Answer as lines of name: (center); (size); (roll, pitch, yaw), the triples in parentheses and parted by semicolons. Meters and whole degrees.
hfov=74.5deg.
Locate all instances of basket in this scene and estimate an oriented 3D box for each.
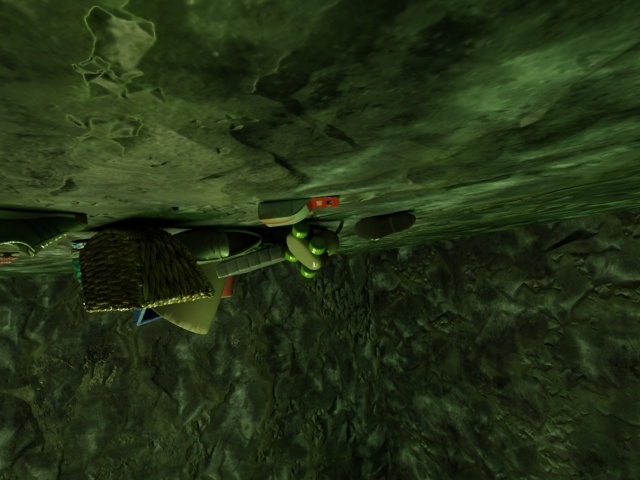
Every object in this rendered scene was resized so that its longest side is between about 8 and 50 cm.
basket: (-0.463, 0.068, 1.118); (0.299, 0.213, 0.223); (-10, 177, 38)

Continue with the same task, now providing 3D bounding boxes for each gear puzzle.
gear puzzle: (-1.208, 0.081, 1.473); (0.339, 0.044, 0.175); (-8, 175, 36)

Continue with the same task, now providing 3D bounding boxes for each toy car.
toy car: (0.000, 0.000, 1.353); (0.188, 0.149, 0.155); (-32, 156, -35)

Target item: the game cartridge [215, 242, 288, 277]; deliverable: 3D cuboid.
game cartridge: (-0.218, 0.068, 1.520); (0.230, 0.068, 0.355); (-22, 177, 2)

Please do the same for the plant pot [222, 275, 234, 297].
plant pot: (-0.560, 0.176, 2.172); (0.275, 0.243, 0.275); (-5, 175, 0)

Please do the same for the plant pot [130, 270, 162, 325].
plant pot: (-0.748, 0.212, 1.906); (0.236, 0.212, 0.236); (-19, 155, -48)

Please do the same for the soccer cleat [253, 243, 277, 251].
soccer cleat: (-0.205, 0.017, 1.741); (0.179, 0.060, 0.072); (-8, 177, 2)

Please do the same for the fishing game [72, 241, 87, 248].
fishing game: (-0.687, 0.021, 1.349); (0.189, 0.041, 0.264); (-3, 177, -35)

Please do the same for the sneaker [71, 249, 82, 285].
sneaker: (-0.741, 0.115, 1.526); (0.296, 0.178, 0.124); (-4, 180, -3)

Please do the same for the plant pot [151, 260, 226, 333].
plant pot: (-0.478, 0.178, 1.634); (0.257, 0.274, 0.256); (31, 175, 3)

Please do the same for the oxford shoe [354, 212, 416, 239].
oxford shoe: (0.208, -0.046, 1.353); (0.212, 0.076, 0.076); (-8, -174, 36)

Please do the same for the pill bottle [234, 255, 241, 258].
pill bottle: (-0.375, 0.052, 1.753); (0.094, 0.094, 0.169); (-3, 175, -28)

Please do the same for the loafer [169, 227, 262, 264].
loafer: (-0.317, 0.009, 1.254); (0.112, 0.112, 0.320); (-16, 177, 41)

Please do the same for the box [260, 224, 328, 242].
box: (-0.089, -0.019, 1.506); (0.191, 0.045, 0.184); (-8, 177, 20)

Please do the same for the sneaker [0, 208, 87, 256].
sneaker: (-0.550, -0.010, 0.811); (0.064, 0.086, 0.192); (-8, 175, 32)

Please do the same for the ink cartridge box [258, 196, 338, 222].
ink cartridge box: (-0.046, -0.064, 0.989); (0.180, 0.045, 0.145); (-3, 176, 2)
